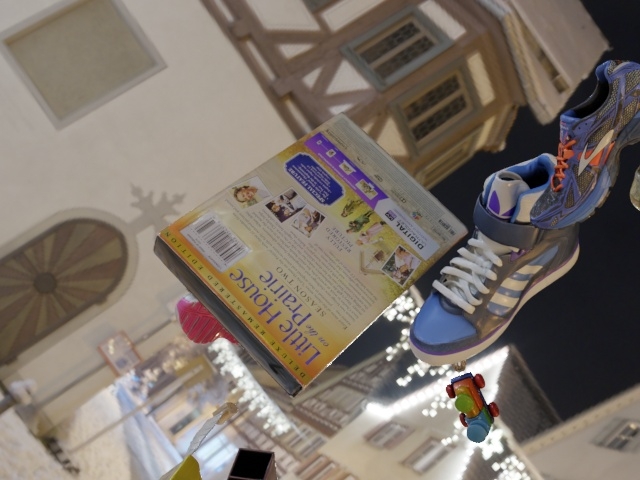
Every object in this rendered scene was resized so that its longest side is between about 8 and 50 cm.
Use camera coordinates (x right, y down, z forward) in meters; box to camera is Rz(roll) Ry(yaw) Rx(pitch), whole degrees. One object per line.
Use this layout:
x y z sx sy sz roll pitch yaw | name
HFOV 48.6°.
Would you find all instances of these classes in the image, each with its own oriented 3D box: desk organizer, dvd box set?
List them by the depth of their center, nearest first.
-0.084 0.291 0.766 0.047 0.130 0.050 4 -59 11 | desk organizer
0.000 0.000 1.110 0.307 0.420 0.062 44 -34 10 | dvd box set

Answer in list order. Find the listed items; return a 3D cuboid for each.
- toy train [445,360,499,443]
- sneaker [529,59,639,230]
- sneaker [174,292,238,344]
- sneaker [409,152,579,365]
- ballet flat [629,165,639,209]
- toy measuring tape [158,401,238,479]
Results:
0.372 0.395 1.843 0.247 0.105 0.143 64 18 -4 | toy train
0.303 -0.111 0.818 0.087 0.221 0.083 25 18 -12 | sneaker
-0.214 0.140 1.430 0.111 0.103 0.252 50 10 28 | sneaker
0.234 0.011 1.014 0.130 0.323 0.236 45 -13 46 | sneaker
0.867 -0.212 1.750 0.123 0.348 0.123 31 -30 20 | ballet flat
-0.158 0.341 0.930 0.121 0.121 0.330 56 24 -7 | toy measuring tape
